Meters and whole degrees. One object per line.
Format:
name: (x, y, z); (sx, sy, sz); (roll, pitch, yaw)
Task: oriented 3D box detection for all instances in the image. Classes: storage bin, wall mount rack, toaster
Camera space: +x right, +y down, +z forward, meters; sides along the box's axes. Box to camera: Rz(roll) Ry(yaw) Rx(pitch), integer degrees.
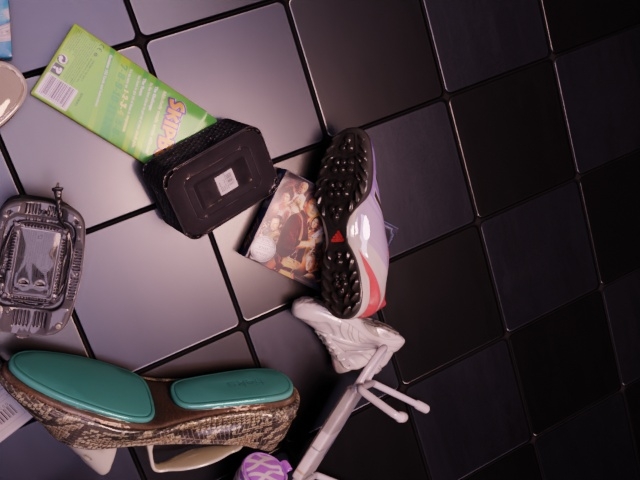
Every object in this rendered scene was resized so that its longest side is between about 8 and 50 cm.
storage bin: (-0.170, -0.099, 1.182); (0.180, 0.084, 0.122); (-33, 123, -22)
wall mount rack: (0.072, 0.361, 1.326); (0.130, 0.304, 0.350); (33, 90, 15)
toaster: (-0.416, 0.020, 1.089); (0.129, 0.146, 0.227); (8, 96, -24)

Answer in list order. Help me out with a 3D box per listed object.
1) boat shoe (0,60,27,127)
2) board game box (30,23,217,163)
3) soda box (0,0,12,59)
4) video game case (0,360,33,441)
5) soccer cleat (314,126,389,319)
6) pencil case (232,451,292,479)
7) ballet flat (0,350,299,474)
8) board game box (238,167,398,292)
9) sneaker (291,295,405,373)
boat shoe: (-0.567, -0.146, 1.041); (0.335, 0.095, 0.112); (-39, 114, -18)
board game box: (-0.297, -0.205, 1.163); (0.259, 0.039, 0.124); (32, 86, -22)
soda box: (-0.471, -0.359, 1.045); (0.067, 0.071, 0.210); (-5, 100, -21)
video game case: (-0.640, 0.245, 1.094); (0.329, 0.036, 0.300); (-38, 111, -12)
soccer cleat: (0.063, -0.028, 1.271); (0.116, 0.108, 0.318); (1, 89, -53)
pencil case: (-0.121, 0.449, 1.279); (0.088, 0.086, 0.206); (-4, 131, -42)
ballet flat: (-0.266, 0.291, 1.202); (0.482, 0.164, 0.182); (9, 110, -26)
board game box: (0.000, 0.000, 1.316); (0.243, 0.042, 0.165); (26, 88, -24)
sneaker: (0.039, 0.178, 1.339); (0.232, 0.090, 0.115); (27, 91, -23)
